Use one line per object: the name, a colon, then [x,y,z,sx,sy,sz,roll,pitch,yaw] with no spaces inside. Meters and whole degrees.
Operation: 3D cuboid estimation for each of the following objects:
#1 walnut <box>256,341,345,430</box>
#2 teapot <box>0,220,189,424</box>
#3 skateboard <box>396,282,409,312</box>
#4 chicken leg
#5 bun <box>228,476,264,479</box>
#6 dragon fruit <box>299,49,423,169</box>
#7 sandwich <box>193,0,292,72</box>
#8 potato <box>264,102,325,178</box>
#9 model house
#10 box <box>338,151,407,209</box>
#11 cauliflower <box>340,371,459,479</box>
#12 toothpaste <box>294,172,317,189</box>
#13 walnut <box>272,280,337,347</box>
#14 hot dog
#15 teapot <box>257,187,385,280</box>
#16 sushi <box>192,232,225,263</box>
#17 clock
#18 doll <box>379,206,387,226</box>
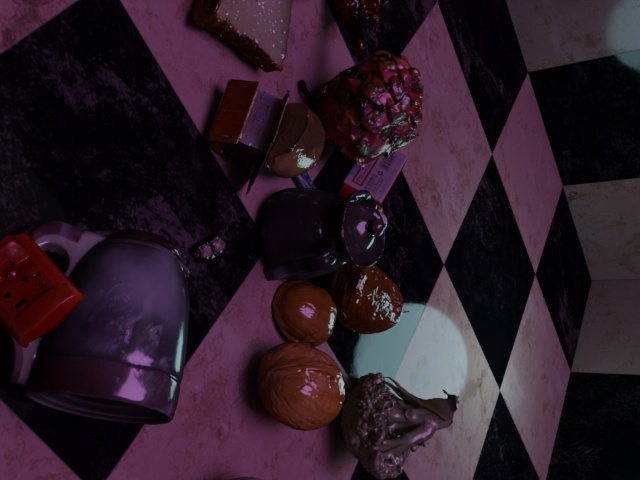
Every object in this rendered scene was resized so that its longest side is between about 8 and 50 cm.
walnut: [-0.044,0.326,1.589,0.226,0.193,0.193,44,53,-40]
teapot: [-0.366,0.117,1.158,0.315,0.233,0.312,19,62,-23]
skateboard: [0.244,0.178,2.142,0.083,0.032,0.064,62,31,-26]
chicken leg: [0.098,-0.628,1.934,0.158,0.096,0.407,37,38,-20]
bun: [-0.153,0.645,1.370,0.361,0.213,0.360,3,87,-54]
dragon fruit: [0.130,-0.353,1.810,0.291,0.269,0.250,-50,145,10]
sandwich: [-0.170,-0.524,1.582,0.251,0.087,0.226,27,66,-53]
potato: [-0.044,-0.223,1.678,0.138,0.098,0.243,59,30,-38]
model house: [-0.175,-0.232,1.534,0.136,0.207,0.219,23,75,-12]
box: [0.149,-0.181,1.971,0.229,0.123,0.050,-58,175,-40]
cauliflower: [0.190,0.487,1.832,0.327,0.281,0.260,-69,172,-54]
toothpaste: [-0.026,-0.123,1.788,0.197,0.035,0.057,60,32,-28]
walnut: [-0.019,0.177,1.713,0.211,0.087,0.167,25,64,-50]
hot dog: [0.121,0.145,1.892,0.272,0.122,0.196,36,60,-52]
teapot: [0.002,-0.023,1.597,0.305,0.285,0.223,4,83,-55]
sushi: [-0.228,0.019,1.477,0.083,0.044,0.046,-37,115,-48]
clock: [-0.442,0.069,1.048,0.113,0.155,0.061,-43,160,-17]
doll: [0.098,-0.021,1.909,0.291,0.086,0.117,-19,132,-54]
